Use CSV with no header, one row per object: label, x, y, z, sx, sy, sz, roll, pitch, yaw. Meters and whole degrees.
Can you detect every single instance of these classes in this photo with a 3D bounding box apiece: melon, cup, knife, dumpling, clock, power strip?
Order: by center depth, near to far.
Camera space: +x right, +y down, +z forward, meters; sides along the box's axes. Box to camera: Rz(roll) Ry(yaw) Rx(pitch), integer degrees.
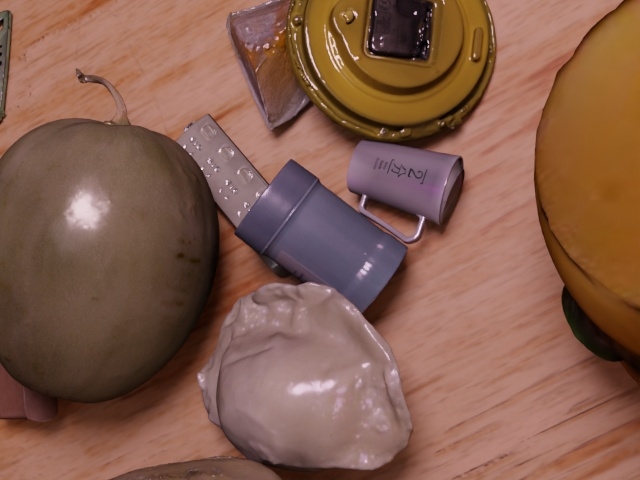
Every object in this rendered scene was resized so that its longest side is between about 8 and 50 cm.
dumpling,-0.018,0.135,0.839,0.258,0.147,0.192,15,99,33
melon,-0.232,0.013,0.866,0.272,0.272,0.307,25,118,16
clock,0.081,-0.222,0.878,0.237,0.057,0.236,1,84,-9
cup,0.088,-0.052,0.884,0.116,0.074,0.104,16,85,19
melon,-0.051,-0.237,0.940,0.140,0.093,0.202,27,83,24
power strip,-0.083,-0.047,0.950,0.060,0.027,0.252,-42,74,6
knife,-0.424,-0.155,1.059,0.043,0.020,0.292,2,82,17

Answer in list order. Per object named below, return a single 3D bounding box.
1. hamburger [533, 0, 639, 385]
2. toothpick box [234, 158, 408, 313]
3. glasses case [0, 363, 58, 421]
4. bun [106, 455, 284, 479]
hamburger,0.376,-0.017,0.661,0.396,0.277,0.395,-20,49,25
toothpick box,0.000,0.000,0.862,0.153,0.101,0.101,38,93,-3
glasses case,-0.348,0.117,0.984,0.103,0.070,0.193,-13,80,41
bun,-0.116,0.376,0.779,0.362,0.234,0.325,-3,67,8
